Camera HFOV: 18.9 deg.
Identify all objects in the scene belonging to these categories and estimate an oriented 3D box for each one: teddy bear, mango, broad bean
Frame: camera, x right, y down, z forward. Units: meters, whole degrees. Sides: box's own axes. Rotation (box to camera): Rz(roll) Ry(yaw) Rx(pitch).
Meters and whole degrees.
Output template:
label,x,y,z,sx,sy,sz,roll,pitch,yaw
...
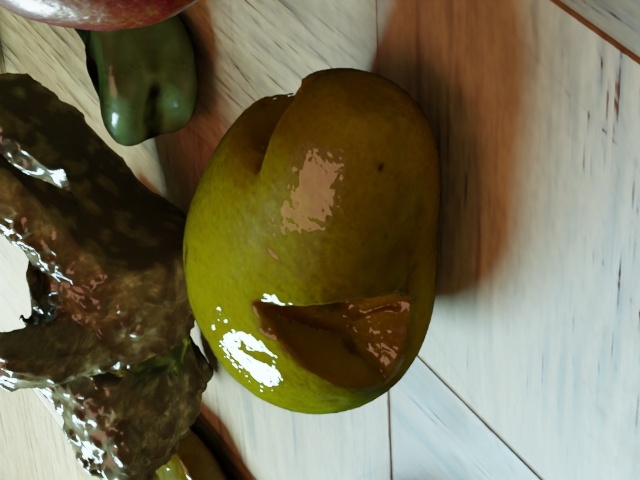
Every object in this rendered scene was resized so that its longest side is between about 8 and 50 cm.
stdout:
label,x,y,z,sx,sy,sz,roll,pitch,yaw
teddy bear,-0.204,0.036,1.525,0.296,0.246,0.222,32,120,-2
mango,0.000,0.000,1.147,0.167,0.130,0.262,47,146,28
broad bean,-0.150,-0.156,1.423,0.153,0.072,0.206,94,157,-43

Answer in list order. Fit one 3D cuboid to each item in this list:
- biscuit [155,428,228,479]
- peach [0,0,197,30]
label,x,y,z,sx,sy,sz,roll,pitch,yaw
biscuit,-0.117,0.290,1.781,0.359,0.046,0.359,47,150,38
peach,-0.131,-0.242,1.122,0.243,0.199,0.243,10,122,17
